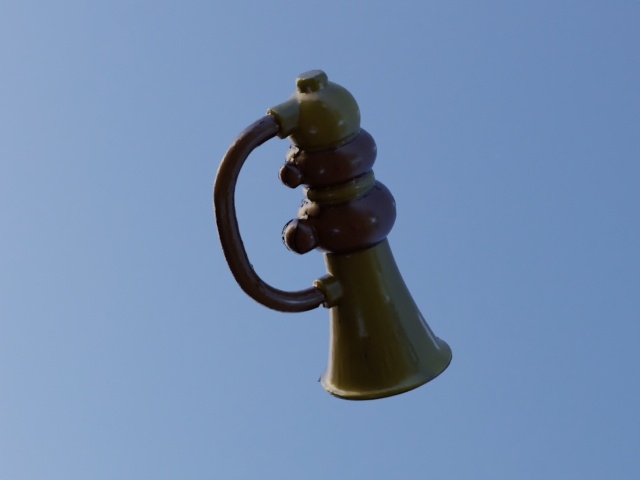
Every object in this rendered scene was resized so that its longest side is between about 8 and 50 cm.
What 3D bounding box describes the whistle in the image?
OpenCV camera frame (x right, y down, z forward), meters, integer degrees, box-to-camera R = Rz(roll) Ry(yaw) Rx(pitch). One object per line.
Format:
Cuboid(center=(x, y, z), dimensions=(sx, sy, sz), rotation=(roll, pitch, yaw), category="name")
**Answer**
Cuboid(center=(-0.001, 0.000, 0.635), dimensions=(0.057, 0.046, 0.109), rotation=(-19, -69, 4), category="whistle")
